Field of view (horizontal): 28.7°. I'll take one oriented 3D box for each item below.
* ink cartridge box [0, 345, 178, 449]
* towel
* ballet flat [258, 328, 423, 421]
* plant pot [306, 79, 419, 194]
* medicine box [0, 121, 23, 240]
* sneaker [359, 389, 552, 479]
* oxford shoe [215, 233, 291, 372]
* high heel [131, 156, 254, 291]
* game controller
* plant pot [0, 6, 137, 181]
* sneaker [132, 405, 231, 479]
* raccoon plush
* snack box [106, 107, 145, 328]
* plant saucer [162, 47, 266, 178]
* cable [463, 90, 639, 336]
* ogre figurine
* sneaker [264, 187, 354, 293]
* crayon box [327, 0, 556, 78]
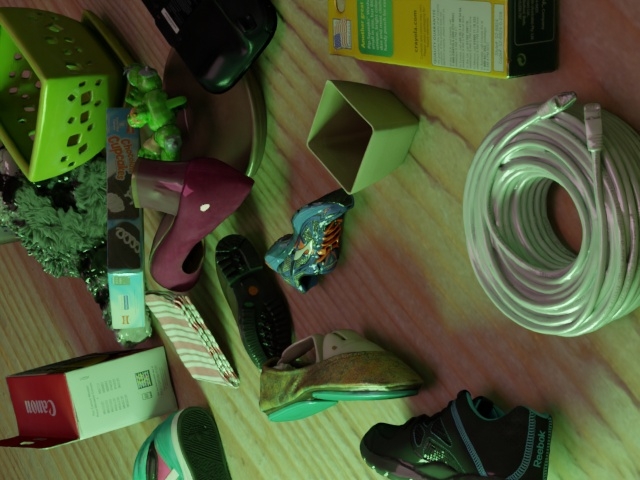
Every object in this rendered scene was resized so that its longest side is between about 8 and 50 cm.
[{"bbox_3d":[-0.465,0.295,2.344,0.309,0.271,0.130,-12,91,55],"label":"ink cartridge box"},{"bbox_3d":[-0.224,0.168,2.114,0.144,0.029,0.197,2,126,56],"label":"towel"},{"bbox_3d":[0.016,0.185,1.777,0.348,0.123,0.123,-23,82,55],"label":"ballet flat"},{"bbox_3d":[0.062,-0.139,1.610,0.109,0.096,0.109,51,138,33],"label":"plant pot"},{"bbox_3d":[-0.750,-0.110,2.596,0.149,0.289,0.264,-15,89,55],"label":"medicine box"},{"bbox_3d":[0.177,0.262,1.594,0.340,0.125,0.140,4,76,57],"label":"sneaker"},{"bbox_3d":[-0.104,0.103,1.958,0.096,0.082,0.227,138,114,-75],"label":"oxford shoe"},{"bbox_3d":[-0.179,-0.005,1.968,0.377,0.181,0.127,81,-161,-65],"label":"high heel"},{"bbox_3d":[-0.184,-0.368,1.883,0.166,0.067,0.319,-53,55,29],"label":"game controller"},{"bbox_3d":[-0.449,-0.267,2.193,0.227,0.207,0.228,50,137,32],"label":"plant pot"},{"bbox_3d":[-0.247,0.452,2.213,0.178,0.123,0.296,-22,75,50],"label":"sneaker"},{"bbox_3d":[-0.504,0.017,2.385,0.299,0.216,0.447,-21,84,63],"label":"raccoon plush"},{"bbox_3d":[-0.324,-0.039,2.079,0.187,0.060,0.322,101,165,-58],"label":"snack box"},{"bbox_3d":[-0.165,-0.199,1.961,0.278,0.041,0.278,24,121,49],"label":"plant saucer"},{"bbox_3d":[0.262,-0.025,1.373,0.257,0.089,0.257,-14,90,56],"label":"cable"},{"bbox_3d":[-0.262,-0.201,1.989,0.118,0.096,0.197,143,127,-72],"label":"ogre figurine"},{"bbox_3d":[0.000,0.000,1.775,0.087,0.083,0.221,52,146,11],"label":"sneaker"},{"bbox_3d":[0.134,-0.309,1.465,0.323,0.083,0.203,18,115,50],"label":"crayon box"}]
